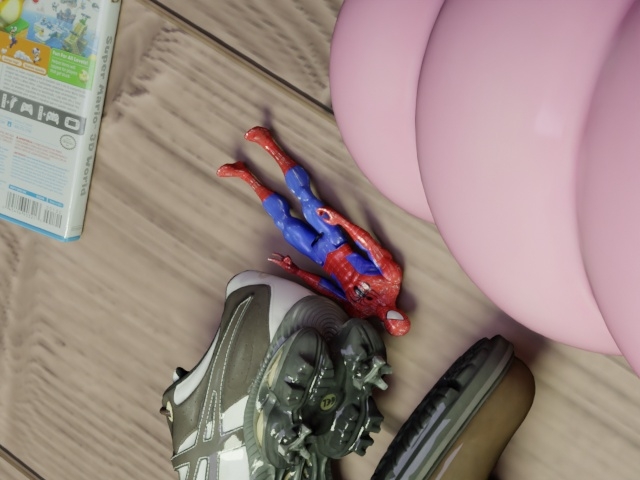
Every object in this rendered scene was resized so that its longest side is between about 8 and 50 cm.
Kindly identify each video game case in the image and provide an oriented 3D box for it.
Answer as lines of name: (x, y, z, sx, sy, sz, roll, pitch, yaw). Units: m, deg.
video game case: (-0.154, -0.095, 0.922, 0.119, 0.015, 0.166, 20, 107, 27)

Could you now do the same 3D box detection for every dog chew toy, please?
dog chew toy: (0.130, -0.040, 0.656, 0.332, 0.207, 0.206, 22, 109, 47)

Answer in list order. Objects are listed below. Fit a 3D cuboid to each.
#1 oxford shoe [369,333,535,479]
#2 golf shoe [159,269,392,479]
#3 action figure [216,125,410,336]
oxford shoe: (0.053, 0.147, 0.810, 0.096, 0.083, 0.227, 23, 109, 6)
golf shoe: (-0.034, 0.106, 0.858, 0.094, 0.077, 0.198, 40, 116, 41)
action figure: (0.000, 0.000, 0.839, 0.115, 0.030, 0.038, 46, 112, 15)
